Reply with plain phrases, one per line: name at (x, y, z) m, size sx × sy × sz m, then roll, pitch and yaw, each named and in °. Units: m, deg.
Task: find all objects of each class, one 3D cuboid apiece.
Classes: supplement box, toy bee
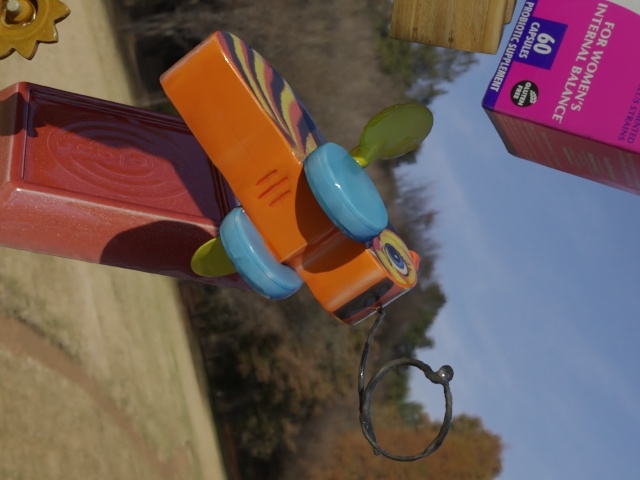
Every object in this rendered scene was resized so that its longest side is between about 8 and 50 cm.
supplement box at (0.236, -0.090, 0.751) m, size 0.111 × 0.220 × 0.114 m, roll -67°, pitch 157°, yaw -6°
toy bee at (0.000, 0.000, 0.796) m, size 0.162 × 0.195 × 0.298 m, roll -3°, pitch 82°, yaw -68°

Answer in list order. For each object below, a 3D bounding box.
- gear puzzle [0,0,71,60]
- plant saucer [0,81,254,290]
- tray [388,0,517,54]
gear puzzle at (-0.360, -0.136, 0.946) m, size 0.175 × 0.339 × 0.044 m, roll 62°, pitch 4°, yaw 14°
plant saucer at (-0.187, -0.065, 1.052) m, size 0.259 × 0.258 × 0.048 m, roll -109°, pitch -145°, yaw -56°
tray at (0.118, -0.339, 0.671) m, size 0.203 × 0.076 × 0.411 m, roll -60°, pitch 160°, yaw -62°
